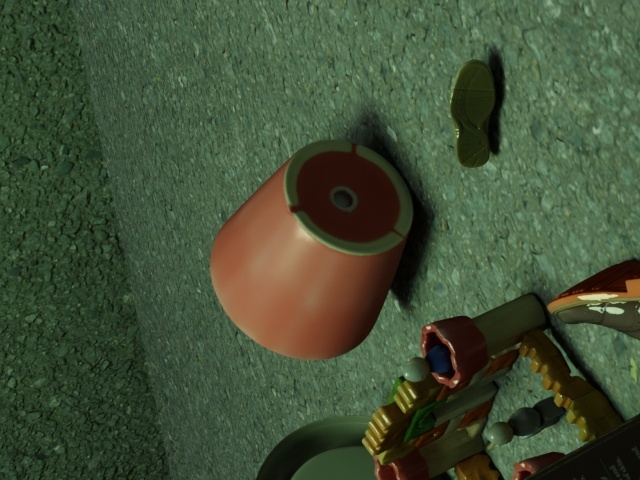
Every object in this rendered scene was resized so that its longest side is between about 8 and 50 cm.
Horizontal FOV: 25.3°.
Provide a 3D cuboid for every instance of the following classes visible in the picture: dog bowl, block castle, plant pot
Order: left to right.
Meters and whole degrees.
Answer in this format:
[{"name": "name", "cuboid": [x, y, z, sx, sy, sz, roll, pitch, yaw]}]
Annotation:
[{"name": "plant pot", "cuboid": [0.000, 0.000, 2.061, 0.275, 0.275, 0.243, 60, 147, 20]}, {"name": "dog bowl", "cuboid": [0.062, 0.439, 2.204, 0.349, 0.349, 0.102, 52, 150, 34]}, {"name": "block castle", "cuboid": [0.211, 0.303, 1.887, 0.303, 0.213, 0.453, 57, 156, 26]}]

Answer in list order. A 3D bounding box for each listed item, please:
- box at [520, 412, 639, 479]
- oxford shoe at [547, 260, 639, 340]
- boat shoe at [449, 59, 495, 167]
[{"name": "box", "cuboid": [0.270, 0.302, 1.523, 0.143, 0.381, 0.191, 63, 157, 12]}, {"name": "oxford shoe", "cuboid": [0.339, 0.079, 1.546, 0.098, 0.097, 0.271, 63, 158, -4]}, {"name": "boat shoe", "cuboid": [0.185, -0.161, 1.738, 0.048, 0.056, 0.153, -90, -7, -49]}]
